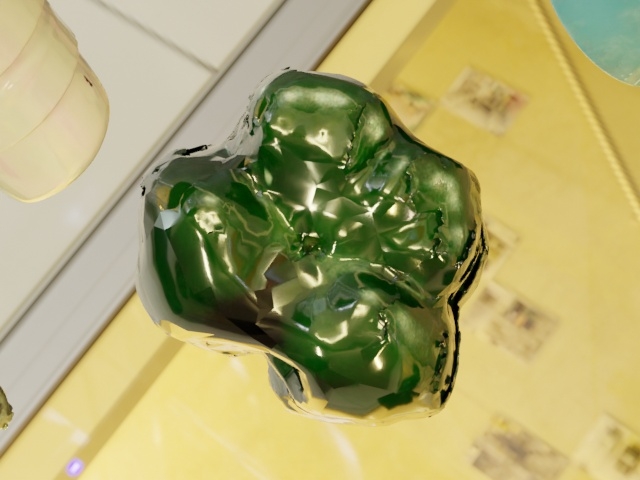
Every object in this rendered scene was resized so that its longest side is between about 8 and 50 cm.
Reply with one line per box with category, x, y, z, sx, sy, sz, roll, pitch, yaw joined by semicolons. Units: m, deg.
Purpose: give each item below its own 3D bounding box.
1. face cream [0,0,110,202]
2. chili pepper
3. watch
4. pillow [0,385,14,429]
face cream;-0.205;-0.137;0.515;0.102;0.102;0.345;26;163;44
chili pepper;0.000;0.000;0.870;0.248;0.233;0.257;24;173;3
watch;0.241;-0.217;0.973;0.193;0.211;0.211;53;166;-8
pillow;-0.293;0.160;0.801;0.093;0.241;0.051;39;-164;-10
